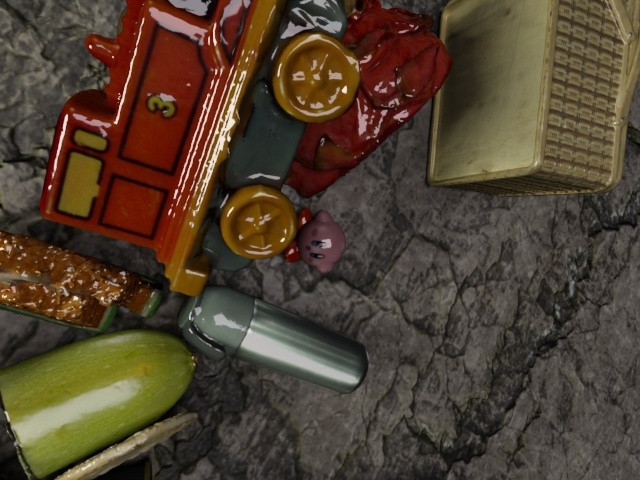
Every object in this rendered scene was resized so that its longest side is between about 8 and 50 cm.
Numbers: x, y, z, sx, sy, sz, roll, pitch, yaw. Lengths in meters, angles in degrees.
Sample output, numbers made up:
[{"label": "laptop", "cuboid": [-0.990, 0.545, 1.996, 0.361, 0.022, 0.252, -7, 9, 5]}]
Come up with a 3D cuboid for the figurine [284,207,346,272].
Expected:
[{"label": "figurine", "cuboid": [0.000, 0.000, 0.588, 0.067, 0.071, 0.083, 3, 101, -66]}]

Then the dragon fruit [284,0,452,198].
[{"label": "dragon fruit", "cuboid": [0.041, -0.230, 0.555, 0.205, 0.152, 0.317, 45, 74, -18]}]

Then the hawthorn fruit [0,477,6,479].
[{"label": "hawthorn fruit", "cuboid": [-0.375, 0.327, 0.353, 0.266, 0.210, 0.230, -5, 86, -20]}]

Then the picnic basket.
[{"label": "picnic basket", "cuboid": [0.303, -0.226, 0.632, 0.175, 0.228, 0.312, 5, 90, -23]}]

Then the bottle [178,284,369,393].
[{"label": "bottle", "cuboid": [-0.053, 0.134, 0.556, 0.254, 0.079, 0.096, 28, 36, -23]}]

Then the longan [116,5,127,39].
[{"label": "longan", "cuboid": [-0.169, -0.222, 0.489, 0.113, 0.092, 0.113, -3, 97, -25]}]

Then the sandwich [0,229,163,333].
[{"label": "sandwich", "cuboid": [-0.273, 0.042, 0.425, 0.235, 0.159, 0.079, 27, 74, -43]}]

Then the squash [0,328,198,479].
[{"label": "squash", "cuboid": [-0.225, 0.154, 0.462, 0.187, 0.123, 0.123, -19, 99, -25]}]

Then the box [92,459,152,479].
[{"label": "box", "cuboid": [-0.212, 0.335, 0.431, 0.090, 0.201, 0.144, -2, 94, -21]}]

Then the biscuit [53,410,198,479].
[{"label": "biscuit", "cuboid": [-0.204, 0.224, 0.463, 0.152, 0.152, 0.020, -23, 75, -22]}]

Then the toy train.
[{"label": "toy train", "cuboid": [-0.119, -0.111, 0.426, 0.232, 0.163, 0.369, 16, 110, -24]}]
